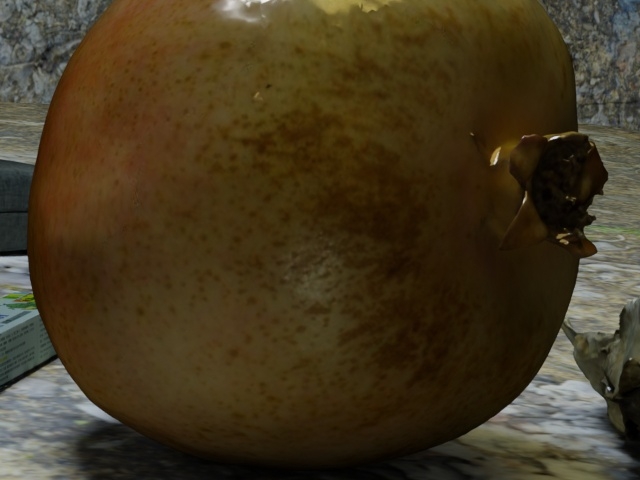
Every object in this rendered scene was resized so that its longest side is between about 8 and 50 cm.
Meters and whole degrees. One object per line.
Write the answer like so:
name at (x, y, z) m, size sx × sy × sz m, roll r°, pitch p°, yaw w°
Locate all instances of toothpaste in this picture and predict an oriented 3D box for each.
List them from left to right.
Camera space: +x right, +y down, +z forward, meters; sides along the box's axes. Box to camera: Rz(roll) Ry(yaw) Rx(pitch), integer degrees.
toothpaste at (-0.190, 0.060, 1.167) m, size 0.046 × 0.034 × 0.164 m, roll 3°, pitch 7°, yaw 10°

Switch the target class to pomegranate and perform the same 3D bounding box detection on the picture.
pomegranate at (0.002, -0.022, 0.968) m, size 0.319 × 0.319 × 0.319 m, roll 5°, pitch 8°, yaw -1°

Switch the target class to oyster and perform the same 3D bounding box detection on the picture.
oyster at (0.209, 0.083, 1.085) m, size 0.162 × 0.107 × 0.233 m, roll 1°, pitch -11°, yaw 6°

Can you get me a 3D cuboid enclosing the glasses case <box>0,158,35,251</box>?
glasses case at (-0.368, -0.031, 1.565) m, size 0.323 × 0.074 × 0.131 m, roll -2°, pitch 11°, yaw -38°
